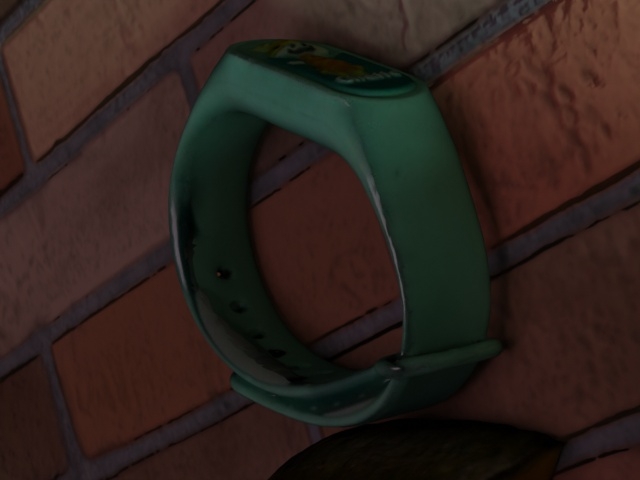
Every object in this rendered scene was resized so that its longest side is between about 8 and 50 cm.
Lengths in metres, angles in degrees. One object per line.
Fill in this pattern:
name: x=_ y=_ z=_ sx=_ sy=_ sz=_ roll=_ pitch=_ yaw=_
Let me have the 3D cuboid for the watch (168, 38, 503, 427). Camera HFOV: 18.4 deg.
watch: x=0.000 y=0.000 z=1.007 sx=0.237 sy=0.068 sz=0.195 roll=24 pitch=117 yaw=51

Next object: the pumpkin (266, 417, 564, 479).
pumpkin: x=-0.017 y=0.184 z=1.008 sx=0.169 sy=0.148 sz=0.312 roll=44 pitch=127 yaw=35
